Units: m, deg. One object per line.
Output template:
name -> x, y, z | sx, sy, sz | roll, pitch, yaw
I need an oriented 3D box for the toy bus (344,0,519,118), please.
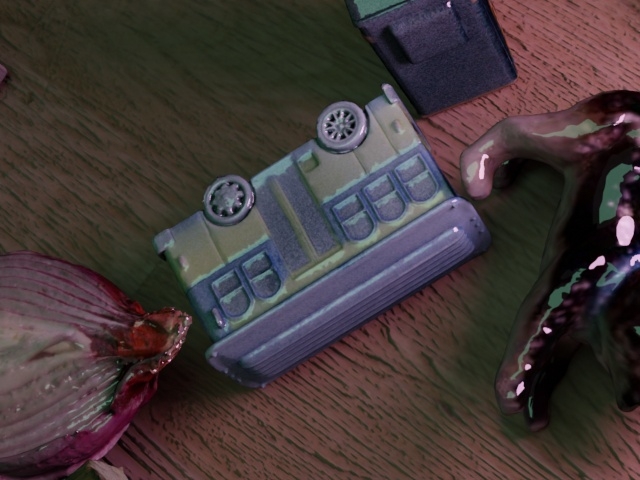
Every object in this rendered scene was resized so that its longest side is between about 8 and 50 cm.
toy bus -> 0.108, -0.253, 1.390 | 0.139, 0.275, 0.167 | -20, 67, 12

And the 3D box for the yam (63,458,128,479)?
yam -> -0.270, 0.369, 1.356 | 0.300, 0.195, 0.195 | -41, 63, 1

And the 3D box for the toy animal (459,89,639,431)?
toy animal -> 0.305, 0.006, 1.273 | 0.303, 0.194, 0.344 | -14, 73, 21

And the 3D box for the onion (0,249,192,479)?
onion -> -0.268, 0.150, 1.445 | 0.349, 0.159, 0.267 | -3, 64, 23

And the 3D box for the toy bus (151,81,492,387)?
toy bus -> 0.000, 0.000, 1.410 | 0.312, 0.152, 0.190 | -32, 64, 7

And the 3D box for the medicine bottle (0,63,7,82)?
medicine bottle -> -0.500, -0.177, 1.667 | 0.088, 0.132, 0.188 | 32, 85, 27
